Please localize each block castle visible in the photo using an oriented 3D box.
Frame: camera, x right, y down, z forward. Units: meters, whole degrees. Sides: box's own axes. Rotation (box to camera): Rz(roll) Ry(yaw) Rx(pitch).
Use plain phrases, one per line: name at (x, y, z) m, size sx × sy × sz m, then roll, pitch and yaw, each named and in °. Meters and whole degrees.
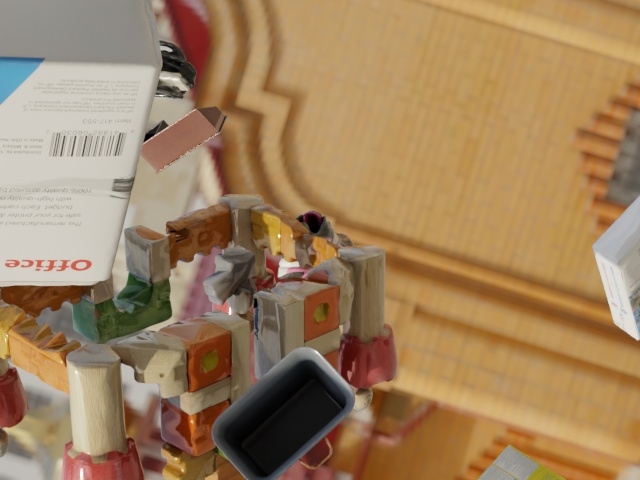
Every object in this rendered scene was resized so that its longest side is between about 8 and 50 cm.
block castle at (-0.153, 0.128, 1.840) m, size 0.453 × 0.303 × 0.213 m, roll -21°, pitch -60°, yaw -38°

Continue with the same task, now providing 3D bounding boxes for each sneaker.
sneaker at (0.000, 0.000, 2.048) m, size 0.178 × 0.072 × 0.077 m, roll -22°, pitch -69°, yaw -73°

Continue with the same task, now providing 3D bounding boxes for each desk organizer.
desk organizer at (-0.200, -0.153, 2.360) m, size 0.130 × 0.050 × 0.047 m, roll -30°, pitch 25°, yaw 31°

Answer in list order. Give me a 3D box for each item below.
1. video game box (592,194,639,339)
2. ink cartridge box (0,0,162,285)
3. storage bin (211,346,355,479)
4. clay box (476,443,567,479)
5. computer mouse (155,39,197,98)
video game box at (0.407, -0.008, 1.909) m, size 0.205 × 0.048 × 0.187 m, roll -45°, pitch -36°, yaw -12°
ink cartridge box at (-0.178, -0.062, 0.943) m, size 0.191 × 0.139 × 0.082 m, roll 112°, pitch 151°, yaw -49°
storage bin at (-0.027, 0.185, 1.642) m, size 0.135 × 0.098 × 0.091 m, roll -42°, pitch -15°, yaw -5°
clay box at (0.295, 0.371, 2.126) m, size 0.127 × 0.222 × 0.053 m, roll -42°, pitch -29°, yaw -30°
computer mouse at (-0.215, -0.236, 1.416) m, size 0.072 × 0.188 × 0.272 m, roll -49°, pitch -38°, yaw -44°
